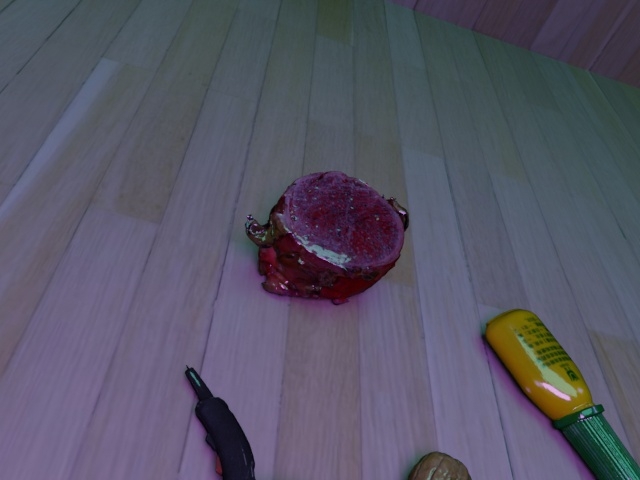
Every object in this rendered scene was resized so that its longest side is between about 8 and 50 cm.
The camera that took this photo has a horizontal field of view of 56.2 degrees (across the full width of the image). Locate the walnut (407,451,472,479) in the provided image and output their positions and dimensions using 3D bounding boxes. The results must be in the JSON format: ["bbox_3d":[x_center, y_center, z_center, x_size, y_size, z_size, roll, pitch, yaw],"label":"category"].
[{"bbox_3d":[0.143,0.300,0.713,0.092,0.092,0.092,14,41,-12],"label":"walnut"}]

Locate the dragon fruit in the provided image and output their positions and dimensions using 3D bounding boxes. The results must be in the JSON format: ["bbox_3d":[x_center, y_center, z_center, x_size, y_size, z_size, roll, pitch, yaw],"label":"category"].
[{"bbox_3d":[0.000,0.000,0.941,0.283,0.147,0.210,-8,58,-28],"label":"dragon fruit"}]

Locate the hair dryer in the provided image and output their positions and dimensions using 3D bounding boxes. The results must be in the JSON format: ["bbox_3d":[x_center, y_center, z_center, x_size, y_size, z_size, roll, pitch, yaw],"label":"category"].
[{"bbox_3d":[-0.135,0.251,0.661,0.236,0.091,0.271,-8,36,-19],"label":"hair dryer"}]

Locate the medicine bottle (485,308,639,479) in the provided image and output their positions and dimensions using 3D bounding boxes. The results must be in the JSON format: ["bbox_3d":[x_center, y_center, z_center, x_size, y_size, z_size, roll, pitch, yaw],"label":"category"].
[{"bbox_3d":[0.364,0.235,0.893,0.111,0.076,0.308,-7,48,-28],"label":"medicine bottle"}]
